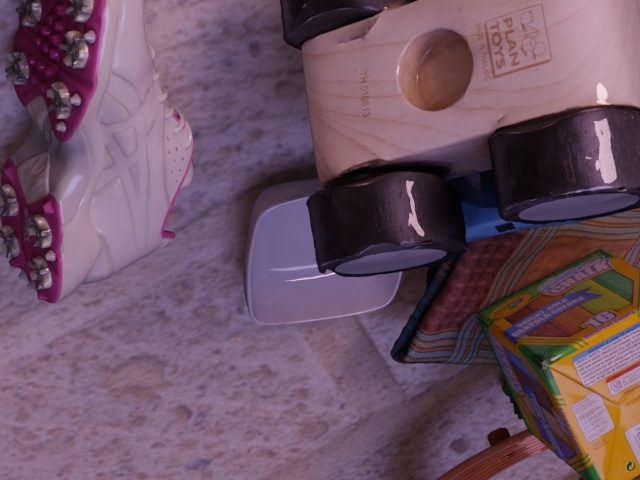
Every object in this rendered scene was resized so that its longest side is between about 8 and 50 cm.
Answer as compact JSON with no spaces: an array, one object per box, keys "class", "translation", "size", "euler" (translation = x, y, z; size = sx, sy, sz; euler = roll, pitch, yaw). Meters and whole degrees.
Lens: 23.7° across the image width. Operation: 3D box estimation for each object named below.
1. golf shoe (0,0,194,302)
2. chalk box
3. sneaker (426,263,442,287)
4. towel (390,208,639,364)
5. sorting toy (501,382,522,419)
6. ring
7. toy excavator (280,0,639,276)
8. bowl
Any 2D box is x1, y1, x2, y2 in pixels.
[{"class":"golf shoe","translation":[-0.154,-0.095,1.118],"size":[0.140,0.115,0.306],"euler":[-14,137,-33]},{"class":"chalk box","translation":[0.229,0.099,1.296],"size":[0.132,0.213,0.132],"euler":[-28,107,-7]},{"class":"sneaker","translation":[0.133,0.003,1.360],"size":[0.058,0.052,0.135],"euler":[-17,139,-26]},{"class":"towel","translation":[0.267,0.017,1.392],"size":[0.370,0.040,0.271],"euler":[2,129,-36]},{"class":"sorting toy","translation":[0.213,0.154,1.494],"size":[0.061,0.042,0.102],"euler":[2,163,-21]},{"class":"ring","translation":[0.237,0.232,1.559],"size":[0.336,0.032,0.336],"euler":[-17,153,-9]},{"class":"toy excavator","translation":[0.245,-0.113,1.132],"size":[0.433,0.222,0.445],"euler":[-15,168,30]},{"class":"bowl","translation":[0.000,0.000,1.290],"size":[0.142,0.053,0.142],"euler":[-8,133,-17]}]
